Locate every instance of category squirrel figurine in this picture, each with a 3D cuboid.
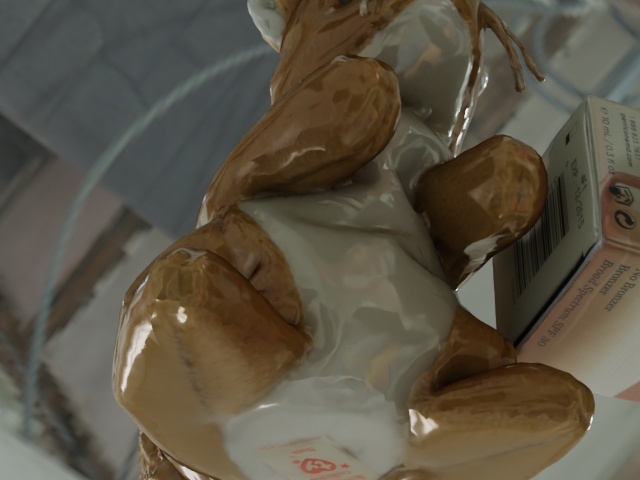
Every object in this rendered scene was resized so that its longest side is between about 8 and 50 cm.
[{"bbox_3d":[0.000,0.000,1.229,0.397,0.281,0.370,120,-21,-54],"label":"squirrel figurine"}]

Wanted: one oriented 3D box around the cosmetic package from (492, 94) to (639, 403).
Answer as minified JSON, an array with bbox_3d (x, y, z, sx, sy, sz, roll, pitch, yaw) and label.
[{"bbox_3d":[0.275,0.032,1.174,0.153,0.296,0.129,119,-21,-47],"label":"cosmetic package"}]
